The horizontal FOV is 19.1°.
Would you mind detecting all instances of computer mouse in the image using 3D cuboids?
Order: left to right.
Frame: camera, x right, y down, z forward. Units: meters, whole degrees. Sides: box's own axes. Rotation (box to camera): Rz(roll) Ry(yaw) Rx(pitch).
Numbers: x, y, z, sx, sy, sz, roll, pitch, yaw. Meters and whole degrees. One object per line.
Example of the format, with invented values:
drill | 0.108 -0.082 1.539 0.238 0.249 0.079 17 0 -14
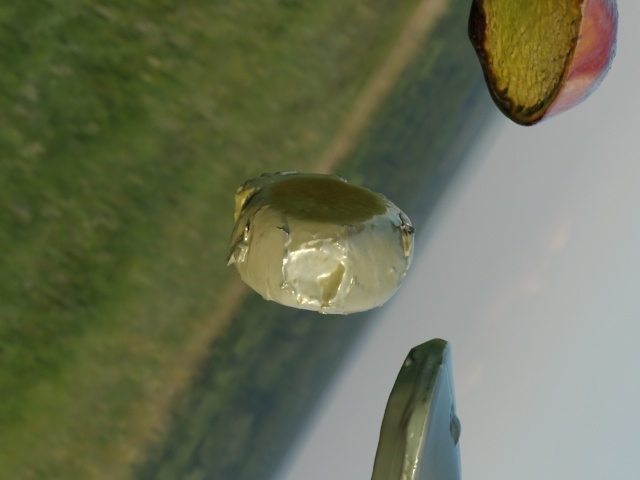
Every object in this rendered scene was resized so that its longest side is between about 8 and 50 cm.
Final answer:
computer mouse | 0.100 0.259 1.930 0.197 0.095 0.331 -66 167 -58

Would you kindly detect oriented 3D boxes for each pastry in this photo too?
pastry | 0.000 0.000 1.650 0.166 0.166 0.088 -53 154 -65

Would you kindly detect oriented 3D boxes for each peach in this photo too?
peach | 0.182 -0.193 1.452 0.279 0.068 0.189 139 -61 -73
